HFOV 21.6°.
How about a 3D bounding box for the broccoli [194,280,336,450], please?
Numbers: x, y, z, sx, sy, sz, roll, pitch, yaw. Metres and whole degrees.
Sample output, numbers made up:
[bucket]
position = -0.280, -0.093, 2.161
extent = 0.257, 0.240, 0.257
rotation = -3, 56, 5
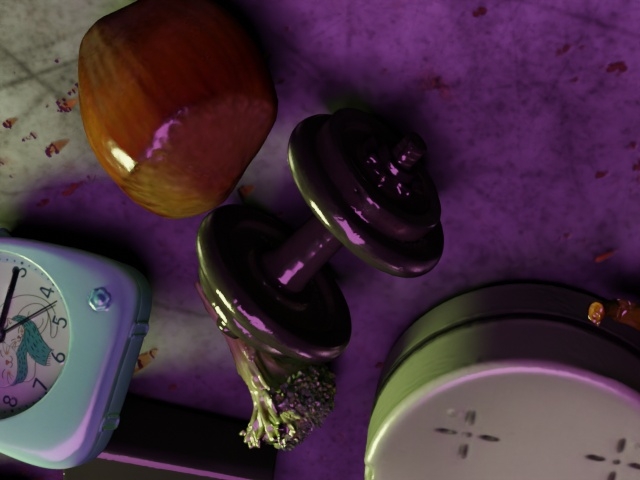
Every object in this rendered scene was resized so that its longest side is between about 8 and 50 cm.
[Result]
[broccoli]
position = -0.064, 0.122, 1.757
extent = 0.118, 0.122, 0.204
rotation = -28, 96, 45

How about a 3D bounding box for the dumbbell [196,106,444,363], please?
[dumbbell]
position = 0.000, 0.000, 1.625
extent = 0.192, 0.192, 0.290
rotation = 40, 117, -13

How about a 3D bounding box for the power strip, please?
[power strip]
position = 0.225, 0.223, 1.730
extent = 0.358, 0.161, 0.357
rotation = 3, 119, 6

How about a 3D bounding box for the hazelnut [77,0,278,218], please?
[hazelnut]
position = -0.147, -0.123, 1.585
extent = 0.210, 0.186, 0.210
rotation = 5, 137, 4

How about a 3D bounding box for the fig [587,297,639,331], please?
[fig]
position = 0.373, 0.096, 1.649
extent = 0.186, 0.148, 0.142
rotation = 6, 123, 24

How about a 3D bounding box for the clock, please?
[clock]
position = -0.326, 0.098, 1.747
extent = 0.274, 0.094, 0.223
rotation = 19, 90, 12

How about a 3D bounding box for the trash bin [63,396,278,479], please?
[trash bin]
position = -0.167, 0.271, 1.855
extent = 0.226, 0.115, 0.165
rotation = 9, 119, 0
